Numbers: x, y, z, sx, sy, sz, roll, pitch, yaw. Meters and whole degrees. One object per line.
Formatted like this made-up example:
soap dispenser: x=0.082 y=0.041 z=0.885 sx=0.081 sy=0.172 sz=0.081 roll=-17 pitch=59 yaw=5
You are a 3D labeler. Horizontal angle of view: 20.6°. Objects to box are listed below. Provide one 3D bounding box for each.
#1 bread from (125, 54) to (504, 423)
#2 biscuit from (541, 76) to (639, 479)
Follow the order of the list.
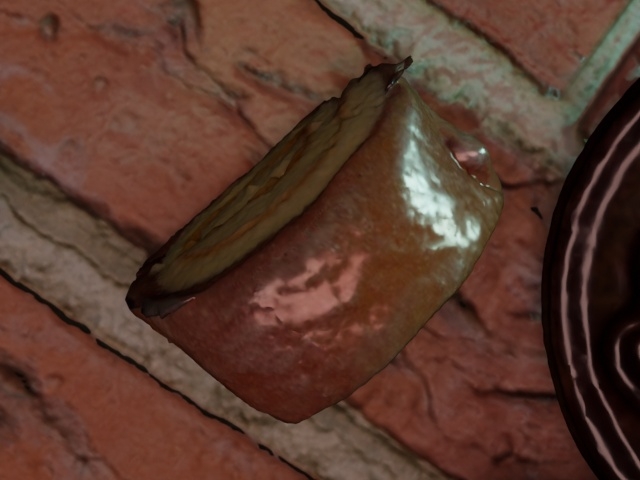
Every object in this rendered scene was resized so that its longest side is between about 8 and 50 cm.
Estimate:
bread: x=0.003 y=0.003 z=1.125 sx=0.244 sy=0.190 sz=0.123 roll=-43 pitch=108 yaw=4
biscuit: x=0.334 y=0.041 z=1.097 sx=0.407 sy=0.091 sz=0.407 roll=1 pitch=92 yaw=22
